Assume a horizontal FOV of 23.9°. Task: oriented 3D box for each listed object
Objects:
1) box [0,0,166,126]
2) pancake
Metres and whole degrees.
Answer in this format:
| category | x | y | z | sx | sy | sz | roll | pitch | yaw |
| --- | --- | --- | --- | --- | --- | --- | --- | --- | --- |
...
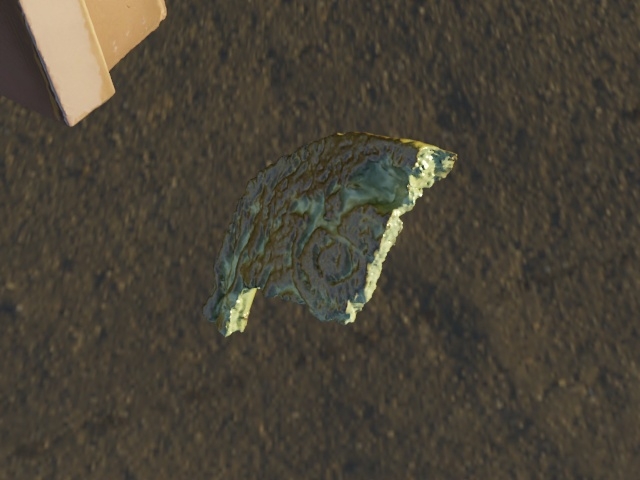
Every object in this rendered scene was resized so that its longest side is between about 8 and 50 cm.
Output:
| category | x | y | z | sx | sy | sz | roll | pitch | yaw |
| --- | --- | --- | --- | --- | --- | --- | --- | --- | --- |
| box | -0.188 | -0.185 | 0.692 | 0.215 | 0.086 | 0.215 | 25 | 149 | 30 |
| pancake | 0.003 | -0.001 | 1.615 | 0.054 | 0.197 | 0.376 | 0 | 157 | -47 |
